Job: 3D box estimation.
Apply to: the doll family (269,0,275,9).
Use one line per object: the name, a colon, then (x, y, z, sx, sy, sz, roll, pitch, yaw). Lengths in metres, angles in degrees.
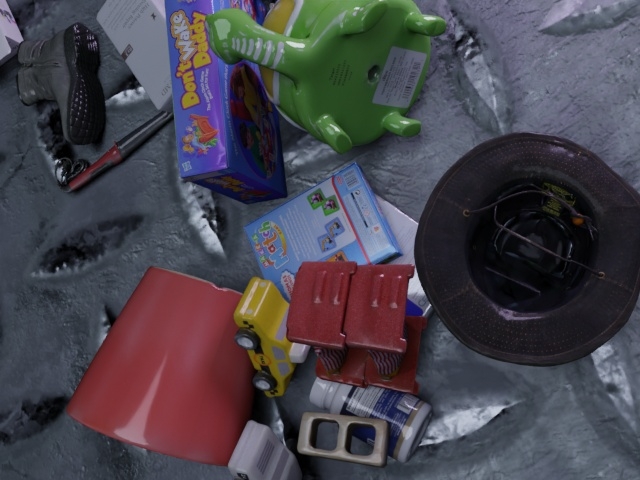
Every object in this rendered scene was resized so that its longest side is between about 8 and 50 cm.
doll family: (-0.049, -0.425, 1.168, 0.111, 0.076, 0.193, -13, 108, 36)

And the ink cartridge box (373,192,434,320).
ink cartridge box: (0.090, 0.053, 1.094, 0.208, 0.045, 0.206, 37, 95, 21)

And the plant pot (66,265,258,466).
plant pot: (-0.211, 0.184, 1.082, 0.274, 0.275, 0.243, 14, 78, 19)

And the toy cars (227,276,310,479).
toy cars: (-0.060, 0.250, 1.032, 0.087, 0.176, 0.394, 2, 91, 21)

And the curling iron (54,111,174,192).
curling iron: (-0.375, -0.170, 1.281, 0.274, 0.035, 0.068, -29, 75, 13)

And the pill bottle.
pill bottle: (0.072, 0.250, 1.051, 0.169, 0.094, 0.094, 25, 91, 21)

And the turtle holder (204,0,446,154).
turtle holder: (0.001, -0.259, 1.039, 0.320, 0.243, 0.227, -32, 47, -25)

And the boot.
boot: (-0.493, -0.276, 1.320, 0.161, 0.083, 0.247, -13, 74, 23)

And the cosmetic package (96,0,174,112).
cosmetic package: (-0.283, -0.344, 1.235, 0.117, 0.085, 0.231, -44, 70, 24)

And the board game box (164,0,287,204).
board game box: (-0.146, -0.249, 1.111, 0.078, 0.233, 0.347, -9, 80, 17)

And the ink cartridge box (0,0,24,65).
ink cartridge box: (-0.654, -0.404, 1.386, 0.104, 0.061, 0.181, -31, 75, 13)

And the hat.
hat: (0.284, 0.021, 0.990, 0.331, 0.134, 0.332, -1, 70, 4)

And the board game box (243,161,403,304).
board game box: (0.000, 0.000, 1.094, 0.211, 0.039, 0.160, -28, 71, 14)

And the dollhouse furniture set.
dollhouse furniture set: (0.035, 0.233, 0.901, 0.152, 0.201, 0.374, 4, 67, 15)
